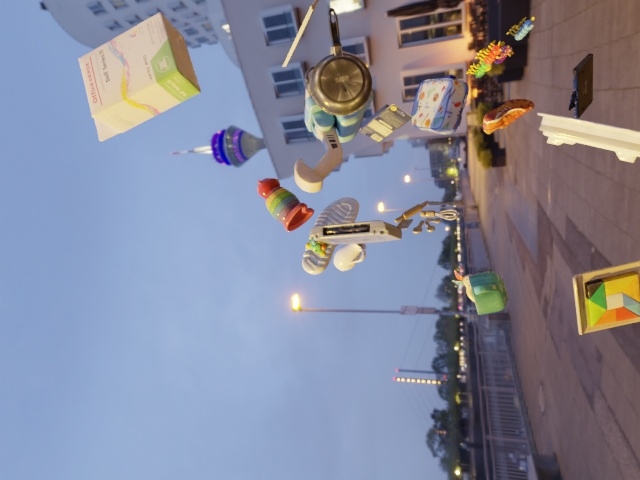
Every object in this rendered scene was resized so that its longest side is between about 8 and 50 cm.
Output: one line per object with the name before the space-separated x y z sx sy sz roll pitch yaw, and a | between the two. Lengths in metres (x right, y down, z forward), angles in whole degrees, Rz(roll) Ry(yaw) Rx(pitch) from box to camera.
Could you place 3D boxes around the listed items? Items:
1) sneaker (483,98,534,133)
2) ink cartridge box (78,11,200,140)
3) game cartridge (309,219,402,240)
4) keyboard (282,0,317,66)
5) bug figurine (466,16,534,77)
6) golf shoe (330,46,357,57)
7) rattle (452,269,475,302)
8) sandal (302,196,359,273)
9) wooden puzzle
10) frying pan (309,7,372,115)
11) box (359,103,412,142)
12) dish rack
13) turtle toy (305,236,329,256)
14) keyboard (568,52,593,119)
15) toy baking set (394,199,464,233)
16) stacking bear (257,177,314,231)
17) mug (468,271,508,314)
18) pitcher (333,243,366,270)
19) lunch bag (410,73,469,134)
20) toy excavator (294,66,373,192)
sneaker | 0.591 -0.396 1.347 0.067 0.175 0.064 69 178 -52
ink cartridge box | -0.543 -0.452 1.205 0.119 0.354 0.207 29 -141 -72
game cartridge | 0.136 -0.026 1.569 0.198 0.298 0.062 6 -99 -61
keyboard | -0.060 -0.636 1.302 0.256 0.014 0.072 -38 28 60
bug figurine | 0.689 -0.725 1.625 0.072 0.279 0.216 49 164 4
golf shoe | 0.115 -0.778 1.830 0.086 0.176 0.069 -32 -20 -21
rattle | 0.627 0.206 1.766 0.143 0.200 0.130 -41 -22 -41
sandal | 0.043 -0.024 1.985 0.416 0.170 0.102 -57 -27 -15
wooden puzzle | 0.947 0.188 1.378 0.044 0.239 0.220 -100 -6 -74
frying pan | 0.082 -0.552 1.323 0.053 0.198 0.325 -116 41 -88
box | 0.306 -0.557 2.001 0.137 0.225 0.036 22 -123 -32
dish rack | 0.731 -0.268 1.118 0.333 0.286 0.072 -18 -55 -51
turtle toy | 0.000 0.000 1.820 0.066 0.095 0.130 -55 9 52
keyboard | 0.748 -0.433 1.228 0.108 0.023 0.180 -49 -44 -8
toy baking set | 0.412 -0.093 1.623 0.197 0.256 0.030 36 154 55
stacking bear | -0.197 -0.197 2.096 0.289 0.164 0.175 46 -174 19
mug | 0.530 0.167 1.332 0.157 0.098 0.129 -53 -54 -68
pitcher | 0.166 0.086 2.291 0.126 0.207 0.177 25 -147 -25
lunch bag | 0.527 -0.603 1.888 0.303 0.115 0.242 -136 56 -64
toy excavator | 0.046 -0.449 1.697 0.222 0.433 0.444 100 148 -69
